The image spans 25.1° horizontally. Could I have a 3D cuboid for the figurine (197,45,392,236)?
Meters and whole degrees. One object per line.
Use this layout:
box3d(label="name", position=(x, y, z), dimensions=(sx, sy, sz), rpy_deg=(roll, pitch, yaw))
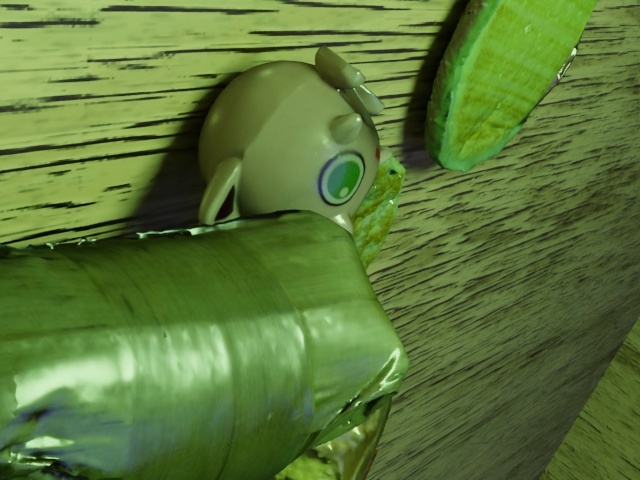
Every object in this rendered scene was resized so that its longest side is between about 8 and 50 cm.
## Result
box3d(label="figurine", position=(-0.017, -0.053, 0.913), dimensions=(0.138, 0.125, 0.125), rpy_deg=(-55, 160, -2))

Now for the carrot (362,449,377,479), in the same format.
box3d(label="carrot", position=(0.038, 0.288, 1.715), dimensions=(0.093, 0.032, 0.032), rpy_deg=(-64, 159, 9))

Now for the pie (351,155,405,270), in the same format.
box3d(label="pie", position=(0.000, 0.000, 1.153), dimensions=(0.187, 0.041, 0.187), rpy_deg=(-43, 156, -24))

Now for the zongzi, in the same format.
box3d(label="zongzi", position=(-0.178, 0.110, 0.846), dimensions=(0.323, 0.160, 0.360), rpy_deg=(-1, 159, -41))

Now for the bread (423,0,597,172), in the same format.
box3d(label="bread", position=(0.181, -0.194, 1.257), dimensions=(0.301, 0.045, 0.301), rpy_deg=(-49, 160, -24))

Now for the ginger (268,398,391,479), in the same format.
box3d(label="ginger", position=(-0.007, 0.089, 1.051), dimensions=(0.270, 0.123, 0.219), rpy_deg=(-82, 177, -67))
